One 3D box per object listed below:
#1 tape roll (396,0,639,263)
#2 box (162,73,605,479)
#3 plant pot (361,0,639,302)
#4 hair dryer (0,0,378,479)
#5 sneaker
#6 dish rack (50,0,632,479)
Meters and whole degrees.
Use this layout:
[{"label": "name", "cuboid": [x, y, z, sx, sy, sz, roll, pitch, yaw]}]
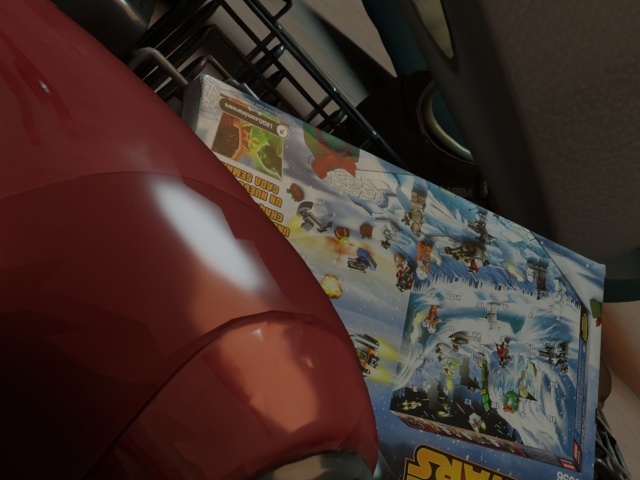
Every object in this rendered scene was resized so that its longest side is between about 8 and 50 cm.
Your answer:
[{"label": "tape roll", "cuboid": [0.043, -0.172, 0.677, 0.392, 0.072, 0.392, -23, 90, -88]}, {"label": "box", "cuboid": [0.013, 0.028, 0.444, 0.137, 0.027, 0.094, 24, 59, -30]}, {"label": "plant pot", "cuboid": [0.178, -0.110, 1.111, 0.272, 0.272, 0.255, 35, 32, -43]}, {"label": "hair dryer", "cuboid": [-0.077, -0.001, 0.292, 0.223, 0.080, 0.293, 41, 13, -22]}, {"label": "sneaker", "cuboid": [0.086, -0.001, 0.850, 0.188, 0.071, 0.066, 48, 12, 4]}, {"label": "dish rack", "cuboid": [0.000, 0.000, 0.575, 0.271, 0.074, 0.208, 46, 14, -15]}]
